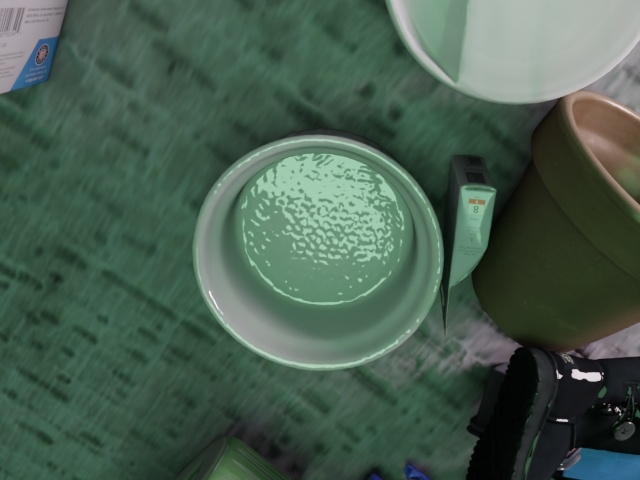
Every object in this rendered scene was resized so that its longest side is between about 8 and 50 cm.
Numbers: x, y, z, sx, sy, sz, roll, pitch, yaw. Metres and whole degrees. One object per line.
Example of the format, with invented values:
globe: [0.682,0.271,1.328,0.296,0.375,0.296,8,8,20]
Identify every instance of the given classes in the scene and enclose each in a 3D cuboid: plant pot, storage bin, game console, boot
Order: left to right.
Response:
storage bin: [0.261,0.215,0.932,0.135,0.098,0.091,16,102,35]
boot: [0.291,0.231,0.827,0.207,0.094,0.246,8,111,-14]
plant pot: [0.292,0.003,0.812,0.263,0.263,0.229,33,128,-7]
game console: [0.395,0.296,0.974,0.144,0.124,0.085,9,83,1]

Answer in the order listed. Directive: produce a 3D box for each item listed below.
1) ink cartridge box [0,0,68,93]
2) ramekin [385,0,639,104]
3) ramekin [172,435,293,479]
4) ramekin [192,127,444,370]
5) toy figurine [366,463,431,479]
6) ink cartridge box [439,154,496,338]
ink cartridge box: [-0.375,-0.313,0.754,0.197,0.198,0.270,22,109,-3]
ramekin: [0.198,-0.282,0.759,0.273,0.127,0.272,1,110,3]
ramekin: [-0.154,0.398,0.942,0.148,0.303,0.303,43,107,-3]
ramekin: [0.000,0.000,0.869,0.277,0.135,0.277,1,110,3]
toy figurine: [0.106,0.396,0.981,0.217,0.191,0.362,39,107,-4]
ink cartridge box: [0.167,0.004,0.852,0.045,0.145,0.179,2,110,6]
